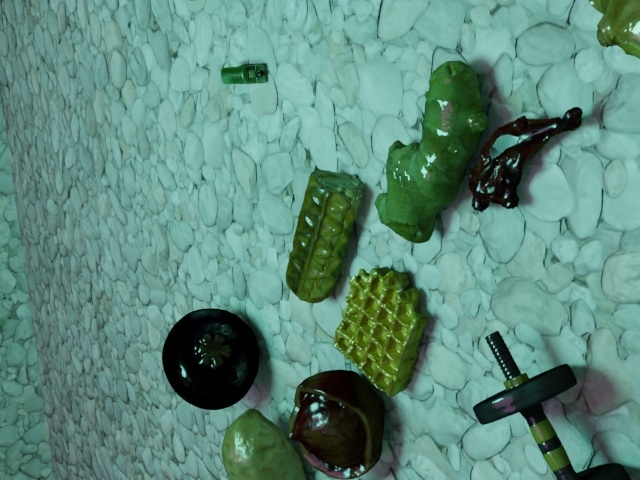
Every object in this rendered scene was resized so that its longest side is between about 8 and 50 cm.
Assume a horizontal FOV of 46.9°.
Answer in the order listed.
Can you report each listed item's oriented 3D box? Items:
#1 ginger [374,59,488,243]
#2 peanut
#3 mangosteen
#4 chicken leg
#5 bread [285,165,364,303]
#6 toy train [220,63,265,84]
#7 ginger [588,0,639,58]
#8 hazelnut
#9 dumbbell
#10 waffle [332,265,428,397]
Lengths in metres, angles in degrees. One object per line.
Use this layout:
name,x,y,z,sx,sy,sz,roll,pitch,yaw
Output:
ginger,0.156,-0.121,1.079,0.290,0.089,0.137,115,146,-45
peanut,-0.115,0.547,1.559,0.169,0.192,0.387,-10,95,39
mangosteen,-0.240,0.258,1.616,0.243,0.243,0.243,21,118,46
chicken leg,0.261,-0.112,0.979,0.089,0.048,0.219,53,137,22
bread,0.001,0.000,1.314,0.087,0.098,0.269,-84,8,-55
toy train,-0.148,-0.318,1.414,0.093,0.056,0.038,12,110,49
ginger,0.373,-0.240,0.751,0.157,0.102,0.216,-52,56,19
hazelnut,0.033,0.332,1.329,0.170,0.160,0.202,-7,91,51
dumbbell,0.304,0.271,0.978,0.143,0.143,0.325,-42,69,49
waffle,0.103,0.136,1.255,0.160,0.055,0.211,38,130,37
